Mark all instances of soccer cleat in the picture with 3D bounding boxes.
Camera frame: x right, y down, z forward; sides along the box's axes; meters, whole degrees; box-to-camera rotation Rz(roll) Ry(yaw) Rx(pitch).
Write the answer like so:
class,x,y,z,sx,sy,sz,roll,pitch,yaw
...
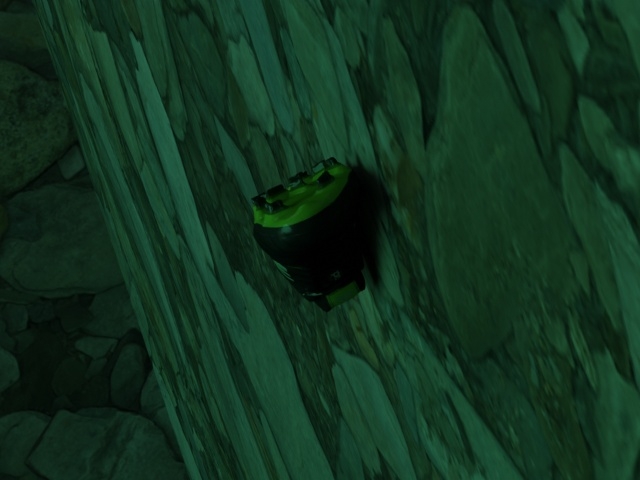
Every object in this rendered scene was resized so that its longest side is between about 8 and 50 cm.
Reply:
class,x,y,z,sx,sy,sz,roll,pitch,yaw
soccer cleat,0.000,0.000,1.006,0.072,0.060,0.179,61,177,-2
